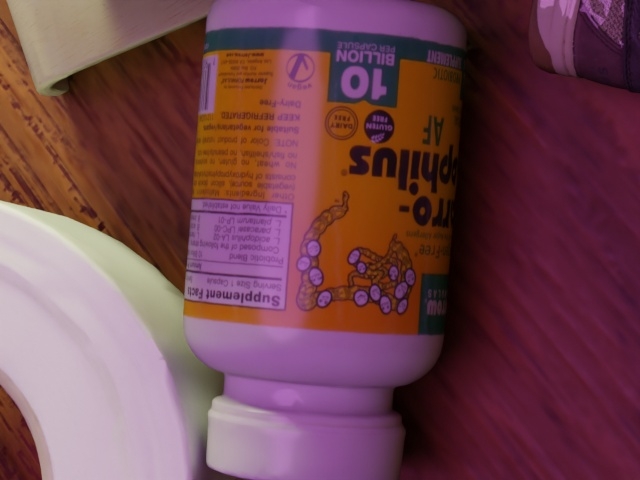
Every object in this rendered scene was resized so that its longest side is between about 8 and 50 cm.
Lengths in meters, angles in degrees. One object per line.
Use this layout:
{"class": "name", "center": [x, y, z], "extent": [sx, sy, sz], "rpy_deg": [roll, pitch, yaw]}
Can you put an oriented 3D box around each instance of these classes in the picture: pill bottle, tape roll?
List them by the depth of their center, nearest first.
{"class": "pill bottle", "center": [0.000, 0.000, 0.783], "extent": [0.117, 0.117, 0.208], "rpy_deg": [5, 90, 29]}
{"class": "tape roll", "center": [-0.182, 0.119, 0.851], "extent": [0.286, 0.100, 0.286], "rpy_deg": [-1, 86, 13]}

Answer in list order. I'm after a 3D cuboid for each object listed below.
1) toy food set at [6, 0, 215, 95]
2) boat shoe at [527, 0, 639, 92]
{"class": "toy food set", "center": [-0.050, -0.218, 0.849], "extent": [0.306, 0.092, 0.220], "rpy_deg": [-18, 88, 30]}
{"class": "boat shoe", "center": [0.153, -0.168, 0.732], "extent": [0.073, 0.080, 0.223], "rpy_deg": [22, 102, 21]}
